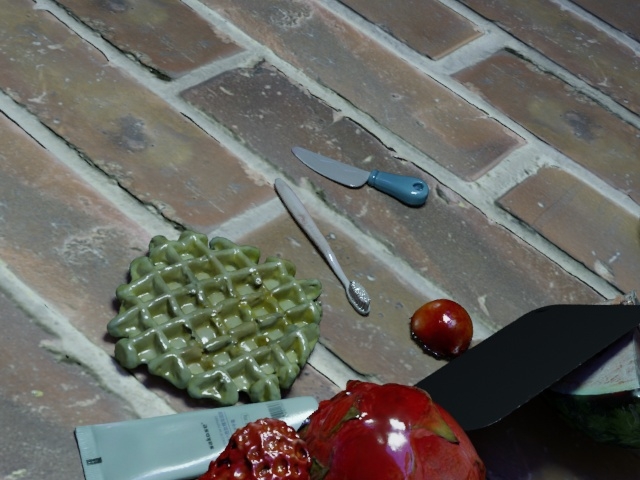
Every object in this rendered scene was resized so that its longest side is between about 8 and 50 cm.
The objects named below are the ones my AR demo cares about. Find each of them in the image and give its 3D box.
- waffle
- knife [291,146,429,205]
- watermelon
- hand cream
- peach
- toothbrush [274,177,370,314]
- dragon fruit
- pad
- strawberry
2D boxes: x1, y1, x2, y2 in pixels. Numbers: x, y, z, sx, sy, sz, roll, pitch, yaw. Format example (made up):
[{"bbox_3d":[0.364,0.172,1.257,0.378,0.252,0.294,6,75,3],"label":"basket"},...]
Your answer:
[{"bbox_3d":[-0.143,0.102,1.733,0.291,0.056,0.309,19,42,0],"label":"waffle"},{"bbox_3d":[0.063,-0.108,2.065,0.244,0.032,0.058,17,49,5],"label":"knife"},{"bbox_3d":[0.407,0.194,1.721,0.223,0.180,0.305,19,24,2],"label":"watermelon"},{"bbox_3d":[-0.144,0.253,1.571,0.320,0.067,0.109,-6,47,-19],"label":"hand cream"},{"bbox_3d":[0.184,0.124,1.822,0.098,0.061,0.098,15,35,-11],"label":"peach"},{"bbox_3d":[0.000,0.000,1.916,0.025,0.030,0.307,-16,51,-24],"label":"toothbrush"},{"bbox_3d":[0.077,0.291,1.475,0.240,0.241,0.252,-6,66,-26],"label":"dragon fruit"},{"bbox_3d":[0.293,0.190,1.671,0.375,0.315,0.063,-28,102,-31],"label":"pad"},{"bbox_3d":[-0.101,0.310,1.382,0.190,0.237,0.111,13,-7,35],"label":"strawberry"}]
